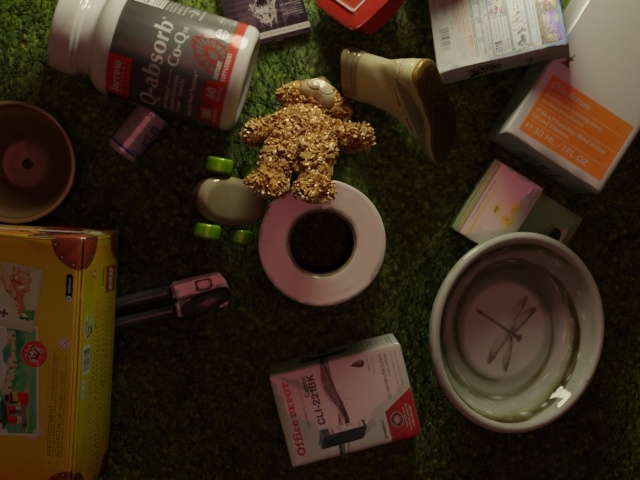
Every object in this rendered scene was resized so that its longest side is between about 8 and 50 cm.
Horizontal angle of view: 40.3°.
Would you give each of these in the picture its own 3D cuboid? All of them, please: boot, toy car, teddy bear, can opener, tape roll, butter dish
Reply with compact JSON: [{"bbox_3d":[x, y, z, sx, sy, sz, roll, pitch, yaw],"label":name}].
[{"bbox_3d":[0.153,-0.271,1.740,0.203,0.262,0.095,20,65,34],"label":"boot"},{"bbox_3d":[-0.210,-0.083,1.711,0.149,0.188,0.155,9,92,-36],"label":"toy car"},{"bbox_3d":[-0.029,-0.196,1.639,0.245,0.113,0.338,17,52,24],"label":"teddy bear"},{"bbox_3d":[-0.321,0.129,1.754,0.283,0.095,0.076,-13,93,-2],"label":"can opener"},{"bbox_3d":[0.000,0.000,1.723,0.246,0.169,0.246,0,93,-2],"label":"tape roll"},{"bbox_3d":[0.098,-0.474,1.730,0.160,0.118,0.160,-45,50,1],"label":"butter dish"}]

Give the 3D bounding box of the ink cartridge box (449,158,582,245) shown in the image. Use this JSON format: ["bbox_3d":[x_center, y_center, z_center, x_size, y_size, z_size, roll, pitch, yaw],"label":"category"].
[{"bbox_3d":[0.408,-0.036,1.796,0.235,0.056,0.171,32,91,-2],"label":"ink cartridge box"}]

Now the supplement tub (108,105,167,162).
[{"bbox_3d":[-0.366,-0.216,1.744,0.071,0.071,0.107,40,92,-4],"label":"supplement tub"}]

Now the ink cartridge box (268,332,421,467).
[{"bbox_3d":[0.046,0.322,1.772,0.273,0.114,0.197,-14,95,0],"label":"ink cartridge box"}]

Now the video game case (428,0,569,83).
[{"bbox_3d":[0.335,-0.456,1.682,0.244,0.061,0.269,-11,72,19],"label":"video game case"}]

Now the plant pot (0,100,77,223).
[{"bbox_3d":[-0.592,-0.153,1.719,0.237,0.110,0.237,0,94,-3],"label":"plant pot"}]

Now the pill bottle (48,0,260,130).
[{"bbox_3d":[-0.314,-0.356,1.668,0.363,0.210,0.210,16,93,-3],"label":"pill bottle"}]

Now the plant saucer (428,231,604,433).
[{"bbox_3d":[0.380,0.181,1.755,0.401,0.100,0.400,-1,93,-21],"label":"plant saucer"}]

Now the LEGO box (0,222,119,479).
[{"bbox_3d":[-0.606,0.219,1.676,0.373,0.193,0.500,5,93,7],"label":"LEGO box"}]

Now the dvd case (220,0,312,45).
[{"bbox_3d":[-0.124,-0.509,1.761,0.165,0.018,0.221,-15,93,-2],"label":"dvd case"}]

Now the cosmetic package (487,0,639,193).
[{"bbox_3d":[0.557,-0.341,1.728,0.230,0.161,0.453,31,91,-4],"label":"cosmetic package"}]
